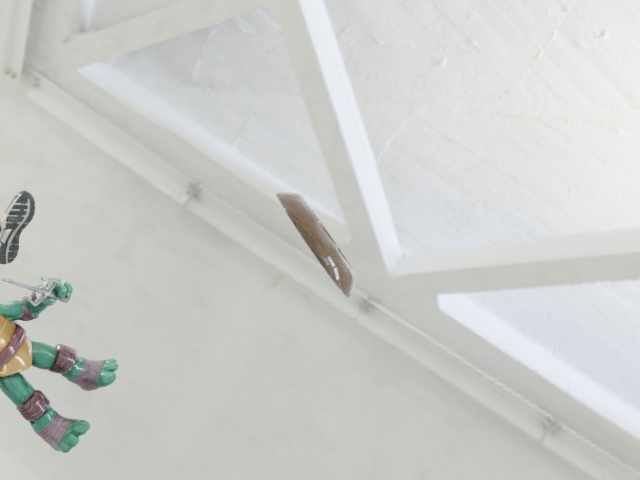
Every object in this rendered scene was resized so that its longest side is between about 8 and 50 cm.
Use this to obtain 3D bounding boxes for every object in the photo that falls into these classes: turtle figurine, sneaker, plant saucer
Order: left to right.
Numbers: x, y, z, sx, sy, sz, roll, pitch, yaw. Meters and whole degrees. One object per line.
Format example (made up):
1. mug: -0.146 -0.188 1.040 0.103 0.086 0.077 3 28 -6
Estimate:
1. turtle figurine: -0.324 0.111 0.743 0.118 0.175 0.234 9 -33 46
2. sneaker: -0.433 -0.023 0.999 0.044 0.040 0.109 34 -79 32
3. plant saucer: 0.000 0.000 0.948 0.029 0.168 0.168 -34 -80 3
